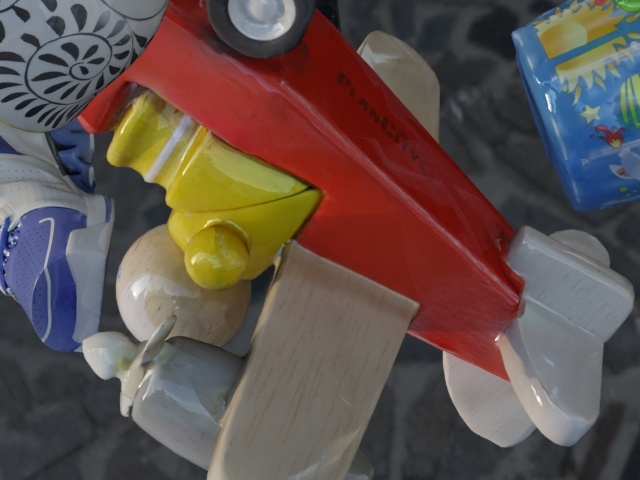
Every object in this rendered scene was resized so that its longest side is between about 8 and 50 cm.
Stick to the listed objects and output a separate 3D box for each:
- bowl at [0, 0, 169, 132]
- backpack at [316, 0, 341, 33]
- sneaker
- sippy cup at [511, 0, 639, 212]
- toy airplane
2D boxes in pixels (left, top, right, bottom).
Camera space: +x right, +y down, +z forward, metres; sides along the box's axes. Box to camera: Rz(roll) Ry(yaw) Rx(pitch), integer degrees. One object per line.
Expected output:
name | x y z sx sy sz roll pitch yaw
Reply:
bowl | -0.108 -0.137 0.723 0.080 0.170 0.170 -13 45 23
backpack | -0.069 -0.174 1.629 0.182 0.115 0.152 -7 41 2
sneaker | -0.270 -0.018 1.375 0.182 0.127 0.315 1 28 -16
sippy cup | 0.287 -0.136 1.413 0.224 0.305 0.240 -20 27 4
toy airplane | 0.000 0.000 1.039 0.272 0.386 0.384 -33 67 28
